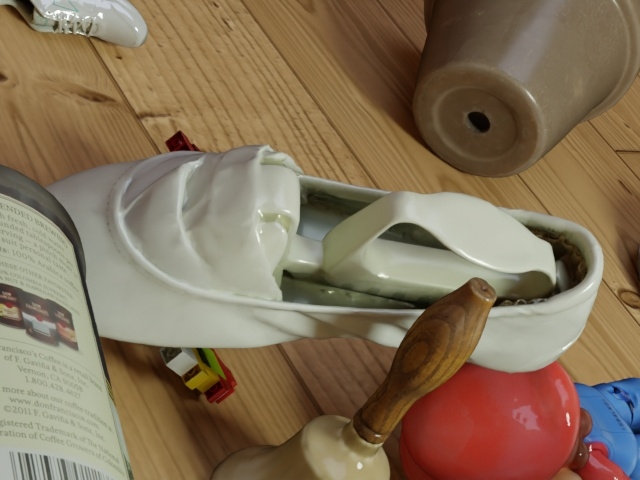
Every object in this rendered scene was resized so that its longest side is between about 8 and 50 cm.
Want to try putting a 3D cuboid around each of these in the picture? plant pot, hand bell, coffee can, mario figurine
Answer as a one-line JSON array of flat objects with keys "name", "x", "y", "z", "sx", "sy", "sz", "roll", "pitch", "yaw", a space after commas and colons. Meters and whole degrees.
[{"name": "plant pot", "x": 0.210, "y": -0.195, "z": 1.394, "sx": 0.263, "sy": 0.263, "sz": 0.229, "roll": 35, "pitch": 49, "yaw": -2}, {"name": "hand bell", "x": 0.038, "y": 0.110, "z": 0.814, "sx": 0.126, "sy": 0.242, "sz": 0.126, "roll": 24, "pitch": 33, "yaw": -17}, {"name": "coffee can", "x": -0.193, "y": 0.120, "z": 0.624, "sx": 0.201, "sy": 0.201, "sz": 0.275, "roll": 11, "pitch": 40, "yaw": -34}, {"name": "mario figurine", "x": 0.166, "y": 0.168, "z": 1.013, "sx": 0.198, "sy": 0.170, "sz": 0.320, "roll": 15, "pitch": 0, "yaw": 44}]

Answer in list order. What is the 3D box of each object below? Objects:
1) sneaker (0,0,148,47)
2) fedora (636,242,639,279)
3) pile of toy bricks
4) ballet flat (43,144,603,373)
[{"name": "sneaker", "x": -0.232, "y": -0.207, "z": 1.161, "sx": 0.152, "sy": 0.054, "sz": 0.061, "roll": 24, "pitch": 49, "yaw": -12}, {"name": "fedora", "x": 0.489, "y": 0.057, "z": 1.413, "sx": 0.275, "sy": 0.124, "sz": 0.243, "roll": 40, "pitch": 33, "yaw": 7}, {"name": "pile of toy bricks", "x": -0.082, "y": 0.022, "z": 0.962, "sx": 0.105, "sy": 0.118, "sz": 0.212, "roll": 46, "pitch": 9, "yaw": -46}, {"name": "ballet flat", "x": 0.000, "y": 0.000, "z": 0.817, "sx": 0.400, "sy": 0.139, "sz": 0.139, "roll": 9, "pitch": 39, "yaw": -16}]
